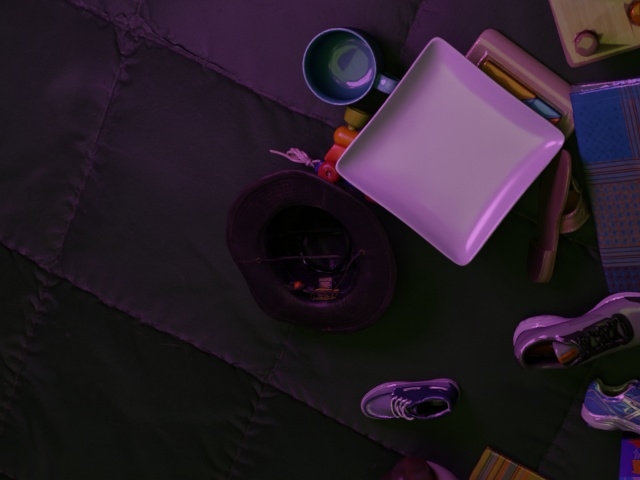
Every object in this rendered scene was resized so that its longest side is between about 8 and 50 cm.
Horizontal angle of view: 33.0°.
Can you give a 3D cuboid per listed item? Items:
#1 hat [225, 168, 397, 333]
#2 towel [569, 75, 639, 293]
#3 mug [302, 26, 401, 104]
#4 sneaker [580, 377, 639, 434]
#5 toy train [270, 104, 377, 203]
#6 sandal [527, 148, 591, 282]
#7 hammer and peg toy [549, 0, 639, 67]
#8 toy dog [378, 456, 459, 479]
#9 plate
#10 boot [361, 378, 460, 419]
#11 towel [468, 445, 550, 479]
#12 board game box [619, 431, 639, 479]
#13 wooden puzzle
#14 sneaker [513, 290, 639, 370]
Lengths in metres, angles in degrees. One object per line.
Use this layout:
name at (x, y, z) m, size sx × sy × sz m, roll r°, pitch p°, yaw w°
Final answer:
hat at (0.000, 0.000, 1.914) m, size 0.332 × 0.134 × 0.331 m, roll 10°, pitch 124°, yaw 15°
towel at (0.549, -0.087, 1.716) m, size 0.272 × 0.040 × 0.370 m, roll -2°, pitch 111°, yaw 41°
mug at (0.052, -0.289, 1.852) m, size 0.129 × 0.097 × 0.157 m, roll -35°, pitch 91°, yaw 20°
sneaker at (0.551, 0.285, 1.838) m, size 0.211 × 0.080 × 0.081 m, roll 3°, pitch 106°, yaw 15°
toy train at (0.041, -0.173, 1.875) m, size 0.248 × 0.105 × 0.143 m, roll 23°, pitch 110°, yaw 11°
sandal at (0.414, -0.040, 1.824) m, size 0.079 × 0.088 × 0.240 m, roll 2°, pitch 113°, yaw -16°
hammer and peg toy at (0.449, -0.471, 1.659) m, size 0.266 × 0.127 × 0.361 m, roll -17°, pitch 103°, yaw 18°
toy dog at (0.249, 0.548, 1.855) m, size 0.408 × 0.284 × 0.395 m, roll 36°, pitch 84°, yaw 24°
plate at (0.213, -0.145, 1.787) m, size 0.278 × 0.045 × 0.277 m, roll 37°, pitch 96°, yaw -1°
boot at (0.155, 0.294, 1.957) m, size 0.190 × 0.086 × 0.069 m, roll -16°, pitch 97°, yaw 19°
towel at (0.387, 0.468, 1.963) m, size 0.237 × 0.021 × 0.102 m, roll 27°, pitch 114°, yaw 9°
board game box at (0.553, 0.521, 1.809) m, size 0.078 × 0.233 × 0.347 m, roll -3°, pitch 101°, yaw 18°
wooden puzzle at (0.298, -0.201, 1.825) m, size 0.221 × 0.044 × 0.238 m, roll 38°, pitch 110°, yaw 6°
sneaker at (0.453, 0.165, 1.815) m, size 0.272 × 0.108 × 0.100 m, roll -19°, pitch 106°, yaw 24°
